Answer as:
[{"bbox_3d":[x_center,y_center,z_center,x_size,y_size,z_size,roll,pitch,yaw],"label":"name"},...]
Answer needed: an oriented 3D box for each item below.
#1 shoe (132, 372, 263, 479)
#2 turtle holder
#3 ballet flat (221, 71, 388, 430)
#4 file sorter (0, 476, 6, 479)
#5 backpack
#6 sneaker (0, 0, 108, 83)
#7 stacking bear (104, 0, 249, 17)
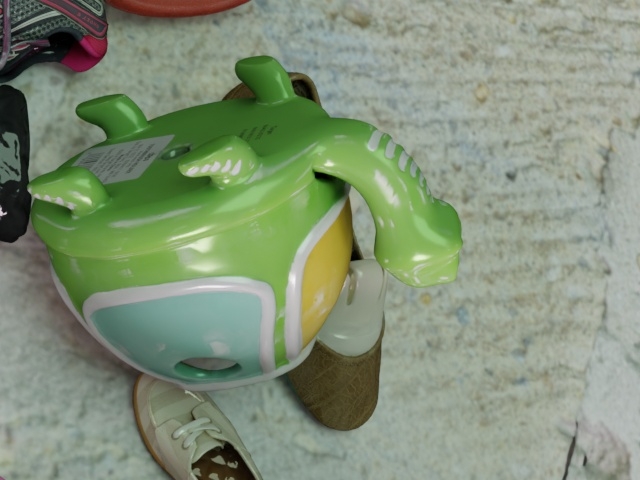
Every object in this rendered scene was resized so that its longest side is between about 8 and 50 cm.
[{"bbox_3d":[-0.085,0.198,1.313,0.076,0.058,0.219,-33,91,-33],"label":"shoe"},{"bbox_3d":[-0.065,-0.012,1.260,0.320,0.243,0.227,-20,114,-6],"label":"turtle holder"},{"bbox_3d":[0.000,0.000,1.389,0.116,0.124,0.342,-7,77,-37],"label":"ballet flat"},{"bbox_3d":[-0.336,0.281,1.062,0.182,0.202,0.290,41,59,-17],"label":"file sorter"},{"bbox_3d":[-0.329,-0.068,1.234,0.182,0.115,0.152,1,75,-26],"label":"backpack"},{"bbox_3d":[-0.311,-0.180,1.276,0.299,0.121,0.112,-18,82,-33],"label":"sneaker"},{"bbox_3d":[-0.139,-0.370,1.423,0.164,0.175,0.289,10,56,-55],"label":"stacking bear"}]
